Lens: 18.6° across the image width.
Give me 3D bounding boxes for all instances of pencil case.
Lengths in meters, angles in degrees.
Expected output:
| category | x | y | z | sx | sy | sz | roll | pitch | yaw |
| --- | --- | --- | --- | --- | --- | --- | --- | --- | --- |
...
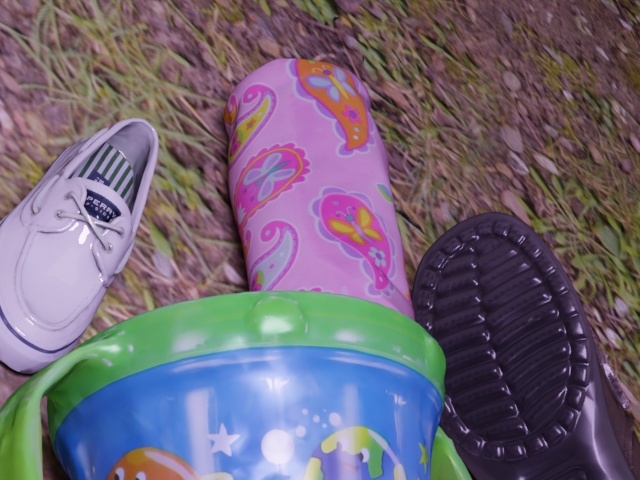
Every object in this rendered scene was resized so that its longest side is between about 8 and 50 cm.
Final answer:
| category | x | y | z | sx | sy | sz | roll | pitch | yaw |
| --- | --- | --- | --- | --- | --- | --- | --- | --- | --- |
| pencil case | 0.000 | 0.000 | 1.419 | 0.124 | 0.124 | 0.284 | 23 | 40 | -36 |

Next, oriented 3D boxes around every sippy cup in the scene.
| category | x | y | z | sx | sy | sz | roll | pitch | yaw |
| --- | --- | --- | --- | --- | --- | --- | --- | --- | --- |
| sippy cup | -0.032 | 0.178 | 1.094 | 0.305 | 0.240 | 0.224 | -4 | 62 | -7 |

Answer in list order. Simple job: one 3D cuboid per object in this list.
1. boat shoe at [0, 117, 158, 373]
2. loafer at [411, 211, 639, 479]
| category | x | y | z | sx | sy | sz | roll | pitch | yaw |
| --- | --- | --- | --- | --- | --- | --- | --- | --- | --- |
| boat shoe | -0.160 | -0.010 | 1.258 | 0.083 | 0.076 | 0.226 | 37 | 33 | -19 |
| loafer | 0.174 | 0.156 | 1.481 | 0.130 | 0.133 | 0.366 | 31 | 38 | -71 |
